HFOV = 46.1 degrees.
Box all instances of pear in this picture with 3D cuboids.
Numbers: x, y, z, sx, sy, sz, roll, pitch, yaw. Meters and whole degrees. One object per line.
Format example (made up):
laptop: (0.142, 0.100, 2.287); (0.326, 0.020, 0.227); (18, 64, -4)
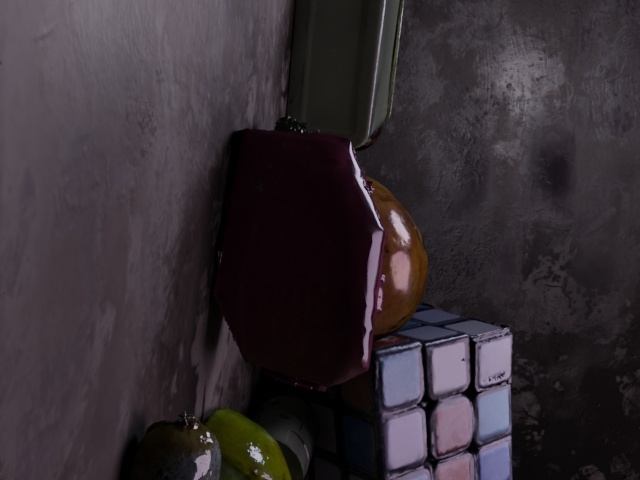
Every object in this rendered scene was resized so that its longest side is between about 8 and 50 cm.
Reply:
pear: (-0.106, 0.365, 1.041); (0.239, 0.139, 0.288); (-102, -160, -80)

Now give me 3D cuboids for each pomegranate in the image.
pomegranate: (0.041, 0.031, 1.292); (0.322, 0.322, 0.322); (7, 90, -85)

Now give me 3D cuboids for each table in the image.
table: (-0.077, 0.362, 1.307); (0.220, 0.126, 0.126); (-45, 142, -81)

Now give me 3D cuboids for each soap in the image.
soap: (-0.024, 0.028, 0.966); (0.127, 0.220, 0.325); (7, 91, -76)

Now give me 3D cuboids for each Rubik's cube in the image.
Rubik's cube: (0.139, 0.330, 1.498); (0.362, 0.358, 0.363); (9, -78, 53)

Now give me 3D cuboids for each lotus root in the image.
lotus root: (-0.142, 0.239, 0.702); (0.088, 0.088, 0.165); (0, 107, -85)

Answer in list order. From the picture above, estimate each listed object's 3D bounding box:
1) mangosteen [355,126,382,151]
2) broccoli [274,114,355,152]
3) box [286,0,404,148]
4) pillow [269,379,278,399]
mangosteen: (0.068, -0.291, 1.876); (0.184, 0.172, 0.172); (-51, 161, -24)
broccoli: (-0.012, -0.116, 1.117); (0.154, 0.160, 0.167); (60, -34, 24)
box: (0.051, -0.371, 1.445); (0.344, 0.177, 0.352); (-59, 157, -70)
pillow: (-0.088, 0.339, 1.614); (0.113, 0.038, 0.203); (95, 5, -62)
